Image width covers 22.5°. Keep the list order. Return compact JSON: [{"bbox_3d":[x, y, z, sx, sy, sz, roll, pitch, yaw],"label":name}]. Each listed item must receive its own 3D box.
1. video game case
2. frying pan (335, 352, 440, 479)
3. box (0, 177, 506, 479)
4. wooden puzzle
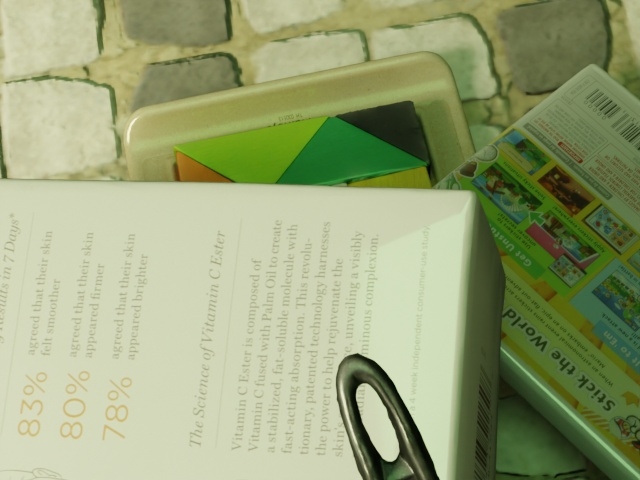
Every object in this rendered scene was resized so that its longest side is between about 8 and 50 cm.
[{"bbox_3d":[0.178,0.020,0.956,0.206,0.026,0.227,-38,71,-27],"label":"video game case"},{"bbox_3d":[0.106,0.209,0.646,0.197,0.053,0.326,0,92,-2],"label":"frying pan"},{"bbox_3d":[-0.086,0.093,0.843,0.345,0.168,0.215,2,74,13],"label":"box"},{"bbox_3d":[0.000,0.000,0.993,0.221,0.044,0.238,-12,64,-3],"label":"wooden puzzle"}]
